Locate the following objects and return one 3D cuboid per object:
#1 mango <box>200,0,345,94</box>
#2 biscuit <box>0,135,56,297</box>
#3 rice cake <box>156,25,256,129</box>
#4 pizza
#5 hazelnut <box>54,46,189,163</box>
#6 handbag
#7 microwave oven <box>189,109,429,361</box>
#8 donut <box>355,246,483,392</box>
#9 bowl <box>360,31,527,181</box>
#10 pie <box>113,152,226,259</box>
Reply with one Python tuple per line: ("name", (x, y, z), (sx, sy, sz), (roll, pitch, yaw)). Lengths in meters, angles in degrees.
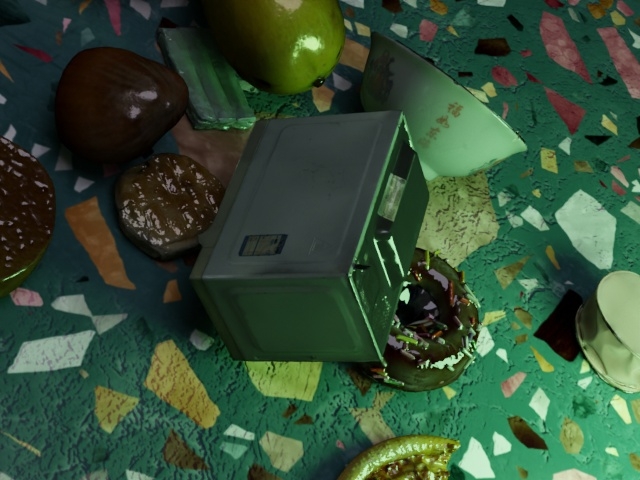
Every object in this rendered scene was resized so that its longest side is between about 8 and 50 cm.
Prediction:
("mango", (-0.106, -0.439, 2.105), (0.301, 0.220, 0.445), (49, 12, -54))
("biscuit", (-0.573, -0.074, 1.739), (0.394, 0.070, 0.350), (25, 49, -13))
("rice cake", (-0.199, -0.285, 2.101), (0.124, 0.038, 0.211), (-4, 61, -31))
("pizza", (0.117, 0.365, 1.840), (0.271, 0.056, 0.134), (-8, 56, -31))
("hazelnut", (-0.315, -0.219, 1.895), (0.186, 0.210, 0.210), (49, 50, 2))
("handbag", (0.549, 0.164, 2.169), (0.179, 0.116, 0.205), (-29, 76, -39))
("microwave oven", (0.000, 0.000, 1.852), (0.286, 0.218, 0.355), (-2, 45, 21))
("donut", (0.145, 0.119, 1.987), (0.270, 0.103, 0.269), (13, 56, -21))
("bowl", (0.183, -0.207, 2.149), (0.345, 0.345, 0.157), (38, 93, -2))
("pie", (-0.237, -0.060, 1.930), (0.195, 0.046, 0.195), (14, 56, -22))
